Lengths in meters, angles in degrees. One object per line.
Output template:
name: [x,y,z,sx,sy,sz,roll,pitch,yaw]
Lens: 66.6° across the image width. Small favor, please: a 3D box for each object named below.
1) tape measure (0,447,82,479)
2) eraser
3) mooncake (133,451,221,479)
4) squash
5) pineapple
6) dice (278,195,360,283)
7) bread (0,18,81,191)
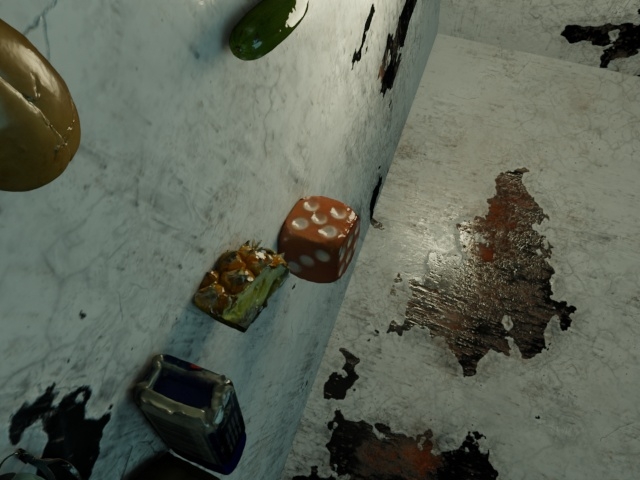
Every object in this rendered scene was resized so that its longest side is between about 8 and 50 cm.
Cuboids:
tape measure: [-0.315,0.302,0.583,0.180,0.107,0.104,9,97,-77]
eraser: [-0.221,0.330,0.891,0.332,0.155,0.101,91,20,-52]
mooncake: [-0.289,0.578,0.893,0.324,0.187,0.323,21,90,-77]
squash: [-0.069,-0.358,0.774,0.066,0.066,0.252,94,18,-48]
pineapple: [-0.163,0.099,0.971,0.236,0.115,0.186,-39,147,-49]
dice: [0.000,0.000,1.302,0.173,0.179,0.175,94,17,-46]
bread: [-0.248,-0.104,0.374,0.114,0.078,0.189,-63,168,-17]
